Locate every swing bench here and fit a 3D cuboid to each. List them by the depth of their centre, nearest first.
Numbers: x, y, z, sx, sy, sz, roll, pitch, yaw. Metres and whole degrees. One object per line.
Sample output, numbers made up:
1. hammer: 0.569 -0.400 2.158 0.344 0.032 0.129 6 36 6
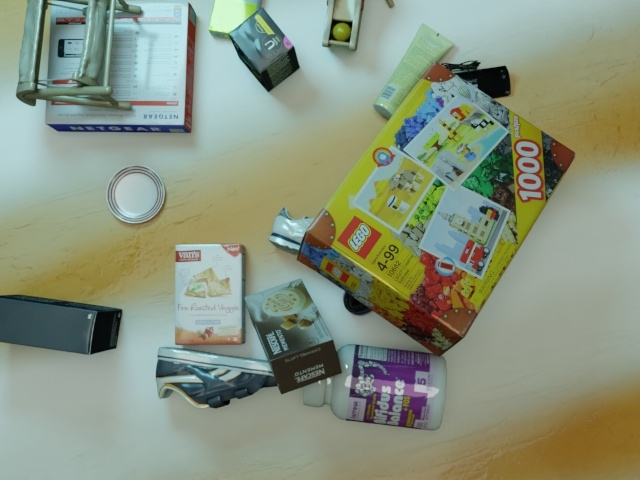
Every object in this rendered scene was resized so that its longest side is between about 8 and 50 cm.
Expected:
1. swing bench: -0.554 -0.436 1.728 0.254 0.165 0.253 3 85 4

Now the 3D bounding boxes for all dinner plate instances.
1. dinner plate: -0.440 -0.111 1.849 0.141 0.017 0.141 0 85 3

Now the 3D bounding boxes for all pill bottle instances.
1. pill bottle: 0.118 0.318 1.706 0.301 0.169 0.169 6 85 3

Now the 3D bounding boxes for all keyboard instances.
1. keyboard: 0.350 -0.379 1.835 0.192 0.038 0.100 -8 108 1

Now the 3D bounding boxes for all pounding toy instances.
1. pounding toy: 0.096 -0.567 1.797 0.154 0.154 0.270 8 86 4

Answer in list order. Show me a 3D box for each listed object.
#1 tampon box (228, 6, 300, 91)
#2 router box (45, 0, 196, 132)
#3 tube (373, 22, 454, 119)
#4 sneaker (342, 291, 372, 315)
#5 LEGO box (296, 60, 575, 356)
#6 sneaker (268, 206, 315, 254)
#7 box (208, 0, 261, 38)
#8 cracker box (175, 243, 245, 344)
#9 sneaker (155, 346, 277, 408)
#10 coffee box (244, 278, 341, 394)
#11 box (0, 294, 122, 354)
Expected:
1. tampon box: -0.127 -0.437 1.792 0.101 0.161 0.120 -39 85 -1
2. router box: -0.474 -0.413 1.846 0.335 0.082 0.301 2 85 3
3. tube: 0.215 -0.396 1.828 0.070 0.062 0.240 39 81 -36
4. sneaker: 0.175 0.073 1.747 0.283 0.124 0.107 -41 84 -1
5. LEGO box: 0.246 -0.071 1.653 0.372 0.193 0.500 34 68 5
6. sneaker: 0.000 0.000 1.787 0.235 0.090 0.095 21 77 3
7. box: -0.199 -0.576 1.867 0.108 0.042 0.178 10 85 3
8. cracker box: -0.254 0.125 1.793 0.155 0.067 0.232 -1 84 2
9. sneaker: -0.216 0.319 1.746 0.321 0.126 0.128 5 82 11
10. coffee box: -0.063 0.201 1.675 0.141 0.246 0.098 -18 122 -8
11. box: -0.607 0.186 1.746 0.261 0.184 0.103 8 85 4
